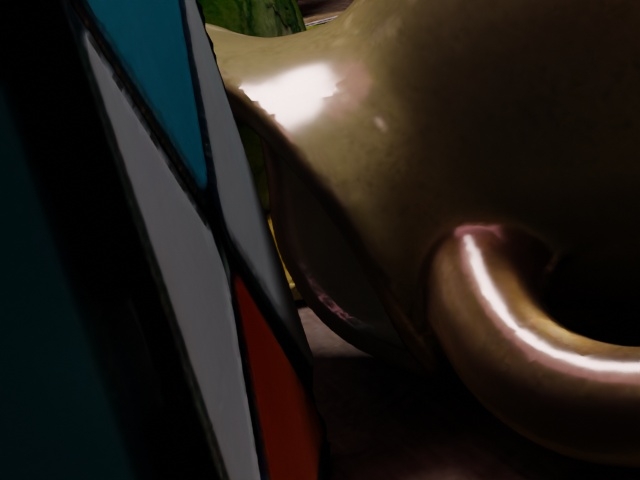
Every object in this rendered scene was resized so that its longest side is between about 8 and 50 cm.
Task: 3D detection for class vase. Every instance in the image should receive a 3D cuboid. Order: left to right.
[{"bbox_3d":[0.113,-0.040,0.708,0.302,0.241,0.329,-28,40,4],"label":"vase"}]

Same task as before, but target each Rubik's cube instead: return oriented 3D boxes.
[{"bbox_3d":[-0.147,0.032,0.596,0.248,0.246,0.250,-16,15,8],"label":"Rubik's cube"}]

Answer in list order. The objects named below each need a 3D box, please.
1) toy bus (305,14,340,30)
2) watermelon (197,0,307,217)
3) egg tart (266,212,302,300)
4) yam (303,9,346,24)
[{"bbox_3d":[-0.066,-0.081,1.211,0.301,0.113,0.139,-14,14,-1],"label":"toy bus"},{"bbox_3d":[-0.119,-0.081,1.010,0.242,0.242,0.242,-16,15,4],"label":"watermelon"},{"bbox_3d":[0.000,0.000,0.966,0.105,0.039,0.105,-14,15,4],"label":"egg tart"},{"bbox_3d":[-0.024,-0.164,1.557,0.274,0.061,0.061,-6,18,32],"label":"yam"}]
